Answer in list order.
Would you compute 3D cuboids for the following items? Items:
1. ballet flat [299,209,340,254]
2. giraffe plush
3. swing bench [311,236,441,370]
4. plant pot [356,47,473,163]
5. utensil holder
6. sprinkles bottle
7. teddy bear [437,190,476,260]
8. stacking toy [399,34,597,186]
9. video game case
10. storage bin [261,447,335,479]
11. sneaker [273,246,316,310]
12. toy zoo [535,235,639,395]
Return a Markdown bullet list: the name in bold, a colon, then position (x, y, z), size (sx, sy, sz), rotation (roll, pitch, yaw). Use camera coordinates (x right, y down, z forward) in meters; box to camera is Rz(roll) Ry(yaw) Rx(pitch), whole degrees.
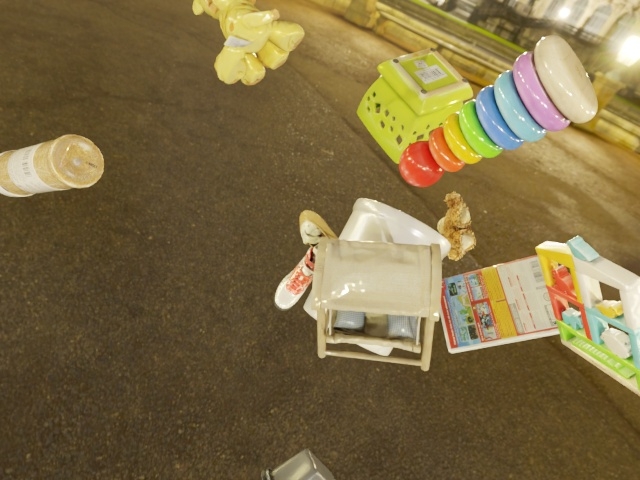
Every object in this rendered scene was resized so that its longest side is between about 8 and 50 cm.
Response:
- **ballet flat**: position (0.000, 0.000, 1.028), size (0.073, 0.080, 0.232), rotation (-14, 45, -39)
- **giraffe plush**: position (-0.158, -0.416, 0.763), size (0.170, 0.181, 0.210), rotation (59, 15, 2)
- **swing bench**: position (0.120, 0.135, 0.895), size (0.253, 0.254, 0.165), rotation (3, 43, 10)
- **plant pot**: position (0.269, -0.389, 1.153), size (0.228, 0.207, 0.227), rotation (-24, 67, -22)
- **utensil holder**: position (0.169, 0.114, 1.285), size (0.328, 0.385, 0.327), rotation (28, -2, 1)
- **sprinkles bottle**: position (-0.681, -0.175, 1.005), size (0.355, 0.121, 0.121), rotation (0, 20, 33)
- **teddy bear**: position (0.495, -0.048, 1.517), size (0.113, 0.245, 0.338), rotation (-11, 18, 14)
- **stacking toy**: position (0.277, -0.194, 0.718), size (0.141, 0.330, 0.141), rotation (18, 61, -34)
- **video game case**: position (0.452, 0.164, 1.056), size (0.025, 0.285, 0.204), rotation (43, 36, -51)
- **storage bin**: position (-0.025, 0.442, 0.723), size (0.135, 0.091, 0.098), rotation (57, -7, -29)
- **sneaker**: position (-0.067, 0.122, 1.465), size (0.090, 0.145, 0.270), rotation (38, 60, 5)
- **toy zoo**: position (0.486, 0.117, 0.734), size (0.030, 0.293, 0.192), rotation (-28, 20, -4)
